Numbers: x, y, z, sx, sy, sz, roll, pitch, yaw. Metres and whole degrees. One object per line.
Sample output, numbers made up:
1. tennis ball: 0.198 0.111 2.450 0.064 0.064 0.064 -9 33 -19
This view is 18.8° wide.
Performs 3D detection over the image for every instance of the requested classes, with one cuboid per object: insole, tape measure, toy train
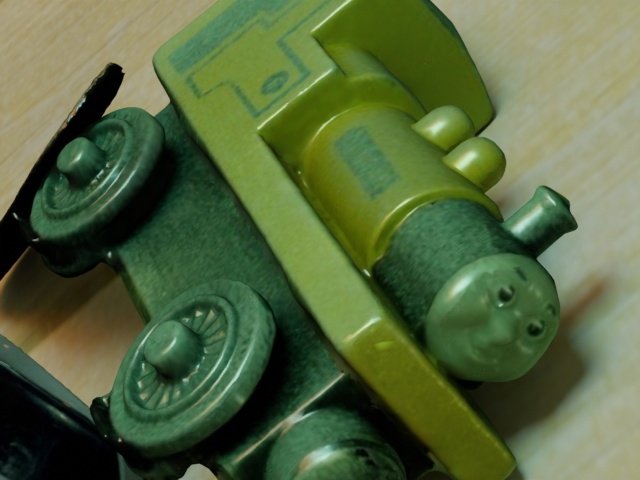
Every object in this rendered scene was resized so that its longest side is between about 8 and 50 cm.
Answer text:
1. insole: -0.166 -0.026 1.132 0.119 0.009 0.348 -54 4 -18
2. tape measure: -0.164 0.107 0.960 0.107 0.181 0.182 -56 32 -6
3. toy train: 0.000 0.000 0.915 0.237 0.150 0.369 -40 32 3
